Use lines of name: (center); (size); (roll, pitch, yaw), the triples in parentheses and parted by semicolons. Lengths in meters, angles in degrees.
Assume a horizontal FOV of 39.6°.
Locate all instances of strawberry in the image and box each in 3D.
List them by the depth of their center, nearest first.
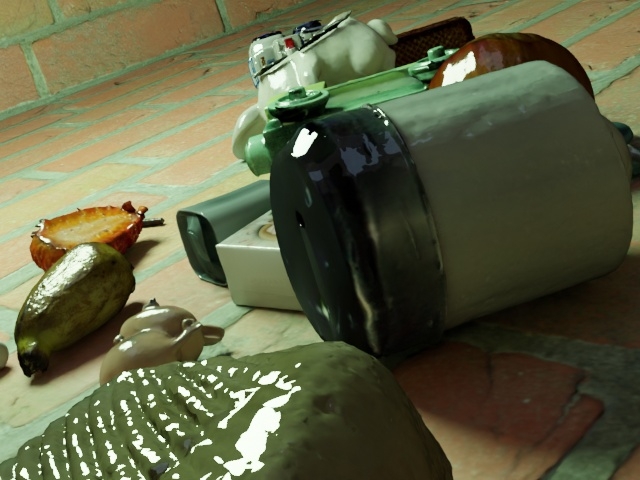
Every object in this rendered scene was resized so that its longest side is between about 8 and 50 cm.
strawberry: (-0.313, 0.007, 1.234); (0.121, 0.082, 0.188); (19, 25, 25)

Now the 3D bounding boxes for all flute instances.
flute: (-0.358, -0.019, 1.408); (0.270, 0.014, 0.014); (-5, 23, 27)

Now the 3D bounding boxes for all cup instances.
cup: (-0.108, -0.013, 1.097); (0.129, 0.095, 0.128); (-25, 20, -31)

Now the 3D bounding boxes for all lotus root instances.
lotus root: (-0.289, 0.074, 1.008); (0.108, 0.094, 0.190); (-45, 3, 42)

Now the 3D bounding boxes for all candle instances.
candle: (0.140, -0.038, 0.799); (0.343, 0.221, 0.221); (-17, 20, -12)

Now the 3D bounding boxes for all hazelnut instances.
hazelnut: (0.225, -0.159, 1.084); (0.210, 0.186, 0.210); (-18, 13, 4)

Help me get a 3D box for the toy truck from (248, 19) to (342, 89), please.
toy truck: (-0.039, -0.378, 1.839); (0.213, 0.161, 0.177); (-18, 1, -9)

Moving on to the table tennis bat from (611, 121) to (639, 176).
table tennis bat: (0.345, -0.115, 1.111); (0.124, 0.033, 0.201); (-23, 19, -5)

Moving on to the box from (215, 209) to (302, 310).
box: (0.000, 0.000, 1.002); (0.135, 0.081, 0.199); (2, 29, 40)

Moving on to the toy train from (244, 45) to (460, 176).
toy train: (0.084, -0.187, 1.324); (0.397, 0.160, 0.253); (-14, 16, 7)

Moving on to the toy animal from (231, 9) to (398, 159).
toy animal: (-0.019, -0.270, 1.564); (0.325, 0.154, 0.208); (-28, 13, 25)

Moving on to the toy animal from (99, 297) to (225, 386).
toy animal: (-0.161, 0.111, 0.845); (0.084, 0.089, 0.150); (16, 28, 18)

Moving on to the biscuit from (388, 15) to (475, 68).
biscuit: (0.120, -0.340, 1.754); (0.389, 0.107, 0.073); (-18, 18, -5)

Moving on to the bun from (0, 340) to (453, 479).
bun: (-0.047, 0.175, 0.408); (0.282, 0.204, 0.281); (-27, 20, 11)

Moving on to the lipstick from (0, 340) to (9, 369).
lipstick: (-0.409, 0.123, 1.035); (0.040, 0.040, 0.141); (-32, 26, -36)
